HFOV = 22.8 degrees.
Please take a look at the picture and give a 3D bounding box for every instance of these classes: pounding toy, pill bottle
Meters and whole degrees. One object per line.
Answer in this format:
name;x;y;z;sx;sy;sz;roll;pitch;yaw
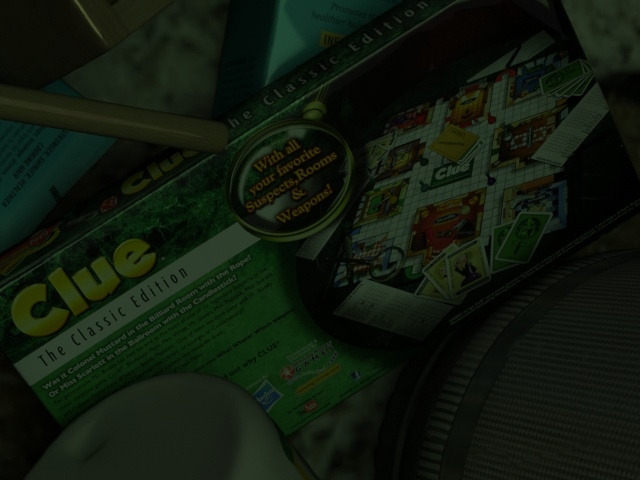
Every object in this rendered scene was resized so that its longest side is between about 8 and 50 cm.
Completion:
pounding toy;-0.106;-0.102;0.600;0.206;0.094;0.181;-44;106;-32
pill bottle;-0.024;0.160;0.630;0.117;0.117;0.208;-46;125;-16

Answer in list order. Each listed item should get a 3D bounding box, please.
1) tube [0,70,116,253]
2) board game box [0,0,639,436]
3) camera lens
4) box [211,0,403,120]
tube;-0.172;-0.085;0.618;0.207;0.052;0.080;46;74;-23
board game box;0.000;0.000;0.646;0.260;0.030;0.136;-32;123;-4
camera lens;0.167;0.114;0.642;0.219;0.274;0.219;0;91;-24
box;0.023;-0.138;0.693;0.100;0.060;0.244;10;87;-24
